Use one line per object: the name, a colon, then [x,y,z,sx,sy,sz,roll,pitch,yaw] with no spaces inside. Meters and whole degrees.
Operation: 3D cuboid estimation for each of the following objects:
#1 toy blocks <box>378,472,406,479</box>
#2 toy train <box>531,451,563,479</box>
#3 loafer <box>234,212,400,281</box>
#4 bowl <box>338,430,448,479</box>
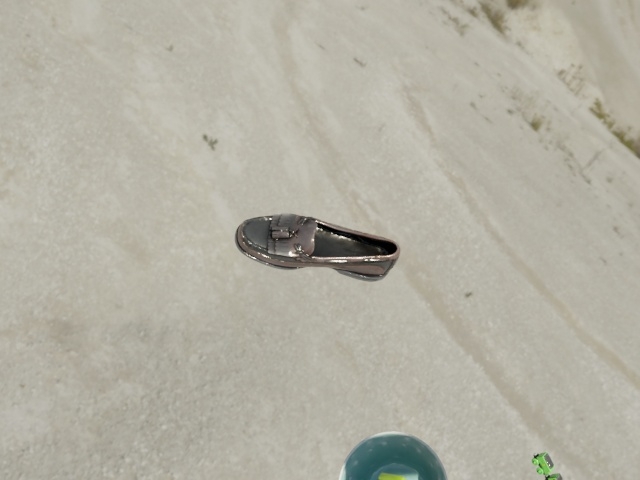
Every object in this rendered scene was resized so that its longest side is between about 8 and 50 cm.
toy blocks: [0.144,0.560,0.858,0.261,0.190,0.381,-45,108,-34]
toy train: [0.291,0.302,0.776,0.017,0.023,0.083,-23,82,-40]
loafer: [0.000,0.000,1.135,0.302,0.095,0.109,12,63,-14]
bowl: [0.216,0.726,1.803,0.311,0.311,0.163,50,-9,31]
